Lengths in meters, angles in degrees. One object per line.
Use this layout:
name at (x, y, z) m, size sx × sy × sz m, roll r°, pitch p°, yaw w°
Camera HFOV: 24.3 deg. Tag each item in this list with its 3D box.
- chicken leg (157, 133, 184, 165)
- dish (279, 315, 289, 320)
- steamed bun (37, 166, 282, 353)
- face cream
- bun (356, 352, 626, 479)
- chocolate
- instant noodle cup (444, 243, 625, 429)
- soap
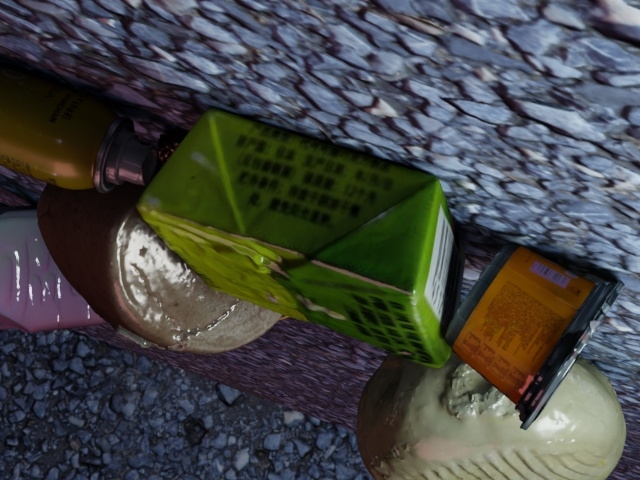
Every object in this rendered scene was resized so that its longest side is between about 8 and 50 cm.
chicken leg at (-0.149, -0.090, 1.631) m, size 0.062 × 0.037 × 0.145 m, roll 5°, pitch 167°, yaw 2°
dish at (-0.128, 0.062, 2.060) m, size 0.208 × 0.080 × 0.149 m, roll 7°, pitch 153°, yaw -22°
steamed bun at (-0.194, 0.032, 1.800) m, size 0.251 × 0.199 × 0.301 m, roll 13°, pitch 167°, yaw 46°
face cream at (-0.340, -0.133, 1.583) m, size 0.349 × 0.105 × 0.105 m, roll 20°, pitch 168°, yaw 9°
bun at (0.219, 0.216, 1.878) m, size 0.326 × 0.234 × 0.362 m, roll 20°, pitch 154°, yaw -23°
chocolate at (0.000, 0.000, 1.516) m, size 0.289 × 0.137 × 0.301 m, roll 18°, pitch 166°, yaw 16°
instant noodle cup at (0.205, 0.085, 1.493) m, size 0.125 × 0.177 × 0.208 m, roll 33°, pitch 144°, yaw 10°
soap at (-0.461, 0.044, 2.295) m, size 0.109 × 0.193 × 0.324 m, roll 3°, pitch -176°, yaw 42°
